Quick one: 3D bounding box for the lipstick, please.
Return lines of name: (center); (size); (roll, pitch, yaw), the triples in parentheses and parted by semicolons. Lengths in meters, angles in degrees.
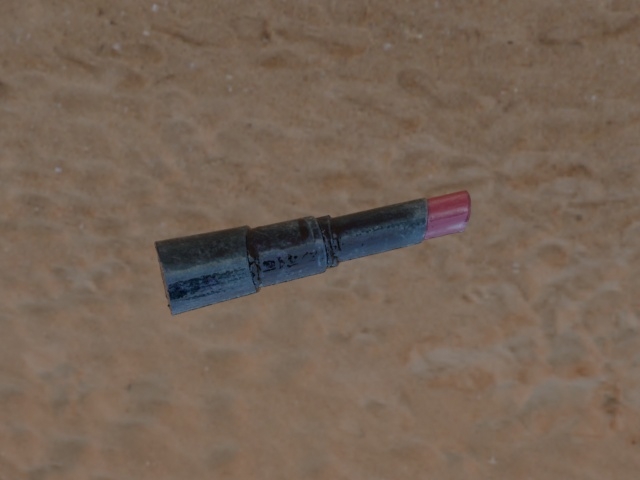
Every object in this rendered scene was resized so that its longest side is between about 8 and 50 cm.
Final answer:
lipstick: (0.000, 0.000, 0.706); (0.234, 0.053, 0.053); (-14, 161, -13)
